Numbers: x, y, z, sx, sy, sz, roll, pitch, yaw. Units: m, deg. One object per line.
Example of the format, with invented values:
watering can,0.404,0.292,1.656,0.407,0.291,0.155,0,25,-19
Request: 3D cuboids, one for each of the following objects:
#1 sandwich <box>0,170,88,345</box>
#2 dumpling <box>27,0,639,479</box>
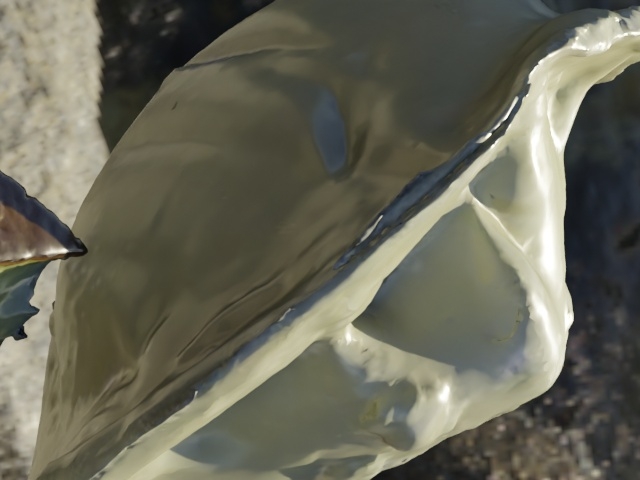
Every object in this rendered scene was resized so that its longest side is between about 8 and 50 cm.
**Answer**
sandwich,-0.202,-0.005,0.552,0.258,0.094,0.096,-4,68,-47
dumpling,0.000,0.000,0.796,0.395,0.315,0.233,-38,86,-13
